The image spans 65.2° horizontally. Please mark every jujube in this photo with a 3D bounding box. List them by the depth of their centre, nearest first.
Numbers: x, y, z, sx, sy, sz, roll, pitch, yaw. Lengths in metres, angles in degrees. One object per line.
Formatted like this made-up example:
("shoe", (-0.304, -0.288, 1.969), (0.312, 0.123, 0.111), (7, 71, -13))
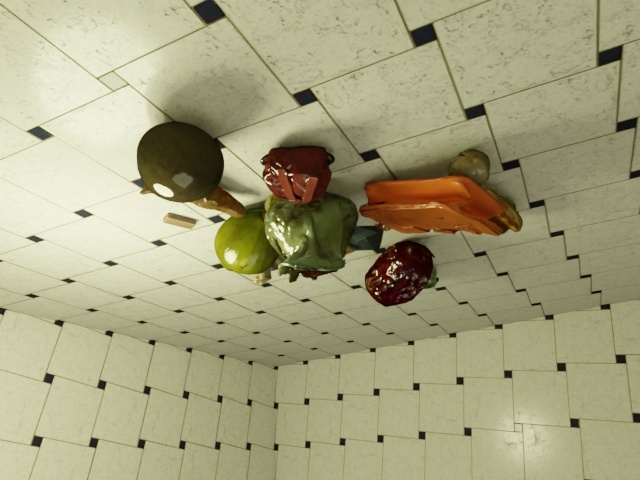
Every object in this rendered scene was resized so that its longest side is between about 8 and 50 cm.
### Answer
("jujube", (0.337, 0.144, 2.162), (0.259, 0.258, 0.376), (4, 142, -14))

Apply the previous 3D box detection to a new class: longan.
("longan", (-0.389, -0.210, 1.365), (0.248, 0.248, 0.248), (-2, 155, -1))

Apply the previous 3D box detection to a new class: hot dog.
("hot dog", (0.629, -0.108, 1.806), (0.135, 0.100, 0.337), (-14, 153, 41))

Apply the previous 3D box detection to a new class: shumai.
("shumai", (0.000, 0.000, 1.609), (0.330, 0.288, 0.291), (-20, 113, -7))

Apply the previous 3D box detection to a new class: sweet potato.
("sweet potato", (-0.392, -0.156, 1.618), (0.355, 0.095, 0.106), (13, 106, -33))

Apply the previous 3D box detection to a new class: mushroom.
("mushroom", (-0.236, 0.082, 2.015), (0.204, 0.204, 0.204), (-2, 155, -1))

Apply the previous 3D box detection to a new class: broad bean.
("broad bean", (0.456, 0.177, 2.413), (0.228, 0.100, 0.169), (12, 146, -1))

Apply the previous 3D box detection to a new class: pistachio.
("pistachio", (0.457, -0.210, 1.536), (0.125, 0.124, 0.185), (-6, 161, 7))

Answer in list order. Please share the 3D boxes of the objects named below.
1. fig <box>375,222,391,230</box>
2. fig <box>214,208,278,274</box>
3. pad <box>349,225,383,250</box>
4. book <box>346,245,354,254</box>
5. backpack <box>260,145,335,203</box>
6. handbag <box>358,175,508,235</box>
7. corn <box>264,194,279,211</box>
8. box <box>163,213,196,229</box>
("fig", (0.243, -0.060, 1.942), (0.050, 0.050, 0.083), (21, 165, -40))
("fig", (-0.252, -0.004, 1.801), (0.240, 0.239, 0.271), (9, 136, -23))
("pad", (0.176, -0.007, 2.089), (0.164, 0.004, 0.243), (-2, 155, 0))
("book", (-0.029, 0.050, 2.169), (0.296, 0.020, 0.208), (-20, 149, 34))
("backpack", (-0.067, -0.190, 1.512), (0.229, 0.138, 0.229), (-2, 152, -1))
("handbag", (0.353, -0.099, 1.634), (0.304, 0.116, 0.410), (23, 166, -40))
("corn", (-0.067, -0.103, 1.761), (0.260, 0.091, 0.091), (9, 121, -23))
("box", (-0.524, -0.072, 1.862), (0.115, 0.025, 0.048), (15, 145, -33))
